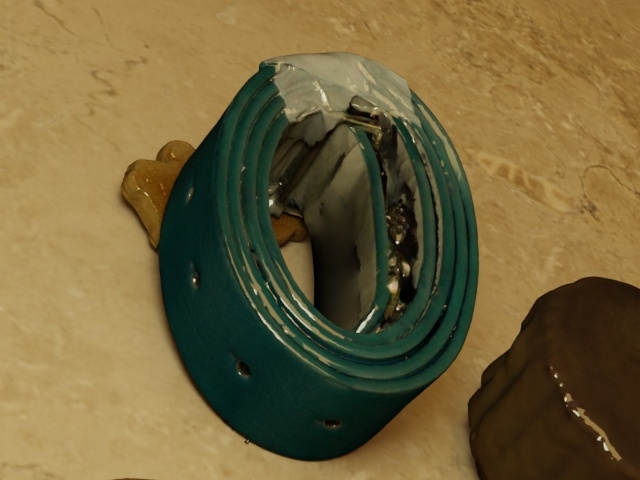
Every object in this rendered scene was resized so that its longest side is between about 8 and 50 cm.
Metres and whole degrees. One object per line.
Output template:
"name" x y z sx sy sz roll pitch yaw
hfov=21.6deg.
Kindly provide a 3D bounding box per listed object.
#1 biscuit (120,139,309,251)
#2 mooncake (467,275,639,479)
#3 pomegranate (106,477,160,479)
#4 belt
"biscuit" -0.109 -0.039 1.798 0.225 0.036 0.166 -14 64 -46
"mooncake" 0.309 0.206 1.718 0.324 0.187 0.324 22 39 -19
"pomegranate" -0.142 0.319 1.156 0.322 0.322 0.322 21 38 -17
"belt" 0.000 0.001 1.692 0.300 0.173 0.436 22 43 -21
